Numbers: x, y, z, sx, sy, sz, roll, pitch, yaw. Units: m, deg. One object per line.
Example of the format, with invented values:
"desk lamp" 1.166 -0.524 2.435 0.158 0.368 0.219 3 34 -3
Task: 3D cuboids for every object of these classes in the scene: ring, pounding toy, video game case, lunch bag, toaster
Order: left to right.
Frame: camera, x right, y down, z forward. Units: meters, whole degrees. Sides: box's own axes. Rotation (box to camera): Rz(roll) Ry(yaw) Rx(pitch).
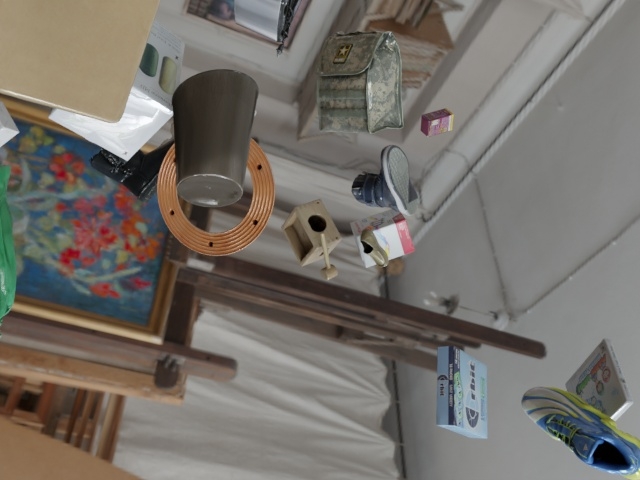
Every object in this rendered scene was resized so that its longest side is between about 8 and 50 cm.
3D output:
"ring" -0.268 -0.129 1.712 0.336 0.336 0.032 -70 164 11
"toaster" -0.088 -0.489 1.282 0.168 0.110 0.185 112 -1 -73
"pounding toy" 0.006 0.001 1.747 0.206 0.094 0.181 62 -30 13
"lunch bag" 0.107 -0.462 1.933 0.235 0.169 0.287 14 -66 48
"video game case" 0.525 0.289 1.267 0.143 0.019 0.157 -87 -168 -47

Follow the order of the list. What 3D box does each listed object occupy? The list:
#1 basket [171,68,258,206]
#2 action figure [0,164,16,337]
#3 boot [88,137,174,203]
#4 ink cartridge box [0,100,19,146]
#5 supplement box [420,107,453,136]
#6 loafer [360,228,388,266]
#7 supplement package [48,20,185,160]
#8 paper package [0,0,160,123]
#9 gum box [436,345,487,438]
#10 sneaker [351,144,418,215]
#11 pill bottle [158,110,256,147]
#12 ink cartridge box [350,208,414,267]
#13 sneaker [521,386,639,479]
"basket" -0.215 -0.195 1.330 0.204 0.154 0.227 -22 -123 34
"action figure" -0.441 0.023 0.858 0.137 0.063 0.232 -32 121 -72
"boot" -0.523 -0.258 1.939 0.246 0.207 0.094 -52 -176 -5
"ink cartridge box" -0.886 -0.275 1.722 0.181 0.104 0.061 -34 169 9
"supplement box" 0.333 -0.337 1.907 0.043 0.083 0.055 -126 -154 -44
"loafer" 0.163 0.032 2.106 0.056 0.148 0.050 -4 -143 50
"supplement package" -0.451 -0.367 1.506 0.198 0.199 0.262 -34 -138 33
"paper package" -0.378 -0.356 0.875 0.168 0.309 0.325 31 -76 46
"gum box" 0.294 0.316 1.375 0.041 0.184 0.157 -9 -115 31
"sneaker" 0.141 -0.156 1.649 0.163 0.226 0.086 19 -120 33
"pill bottle" -0.357 -0.352 2.078 0.301 0.169 0.169 -46 -161 -2
"ink cartridge box" 0.206 -0.011 2.251 0.128 0.176 0.127 -110 -179 -66
"sneaker" 0.453 0.328 1.163 0.240 0.126 0.091 25 -88 35
